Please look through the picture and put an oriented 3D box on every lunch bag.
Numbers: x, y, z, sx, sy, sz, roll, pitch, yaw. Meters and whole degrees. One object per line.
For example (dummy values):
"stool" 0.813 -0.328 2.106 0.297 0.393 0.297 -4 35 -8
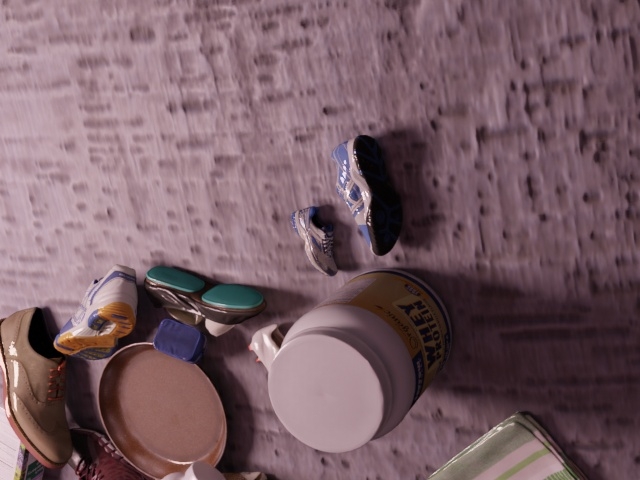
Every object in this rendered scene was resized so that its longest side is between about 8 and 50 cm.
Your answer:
"lunch bag" -0.266 0.197 1.781 0.099 0.065 0.067 21 80 12

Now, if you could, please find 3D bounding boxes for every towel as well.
"towel" 0.378 0.480 1.610 0.325 0.038 0.248 47 119 6

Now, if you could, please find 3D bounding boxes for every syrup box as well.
"syrup box" -0.673 0.466 2.060 0.096 0.093 0.236 23 113 17

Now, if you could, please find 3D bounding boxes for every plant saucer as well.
"plant saucer" -0.317 0.348 1.887 0.311 0.050 0.310 7 106 23

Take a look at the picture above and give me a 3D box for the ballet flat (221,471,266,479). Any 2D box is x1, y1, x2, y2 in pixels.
"ballet flat" -0.114 0.502 1.828 0.206 0.073 0.067 26 72 31

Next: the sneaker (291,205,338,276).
"sneaker" 0.000 0.000 1.640 0.058 0.052 0.135 -28 92 24

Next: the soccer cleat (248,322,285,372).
"soccer cleat" -0.058 0.248 1.730 0.076 0.068 0.196 -36 85 26

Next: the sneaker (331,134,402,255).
"sneaker" 0.079 -0.076 1.577 0.081 0.080 0.211 -4 103 48

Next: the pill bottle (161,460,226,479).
"pill bottle" -0.294 0.562 1.818 0.146 0.146 0.264 40 101 9

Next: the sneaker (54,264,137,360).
"sneaker" -0.444 0.149 1.870 0.112 0.130 0.296 24 143 -30

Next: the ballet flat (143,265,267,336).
"ballet flat" -0.216 0.121 1.759 0.281 0.095 0.096 15 121 31

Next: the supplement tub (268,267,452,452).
"supplement tub" 0.069 0.191 1.510 0.228 0.316 0.228 7 108 23

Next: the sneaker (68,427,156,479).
"sneaker" -0.473 0.504 1.938 0.281 0.162 0.106 25 113 16

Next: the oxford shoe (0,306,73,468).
"oxford shoe" -0.590 0.307 1.940 0.130 0.123 0.348 -27 82 18
